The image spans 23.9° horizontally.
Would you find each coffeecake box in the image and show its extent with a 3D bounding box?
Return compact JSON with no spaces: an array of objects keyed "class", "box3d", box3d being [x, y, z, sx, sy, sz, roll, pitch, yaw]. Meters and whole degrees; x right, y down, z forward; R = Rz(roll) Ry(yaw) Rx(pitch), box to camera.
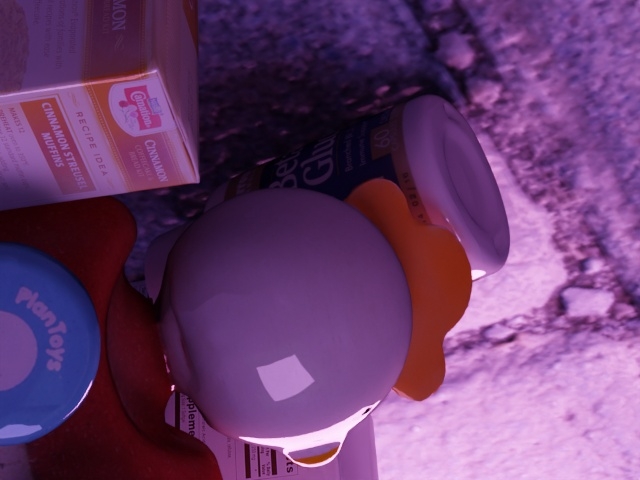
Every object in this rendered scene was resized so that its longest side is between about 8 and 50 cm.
[{"class":"coffeecake box","box3d":[-0.144,-0.083,0.594,0.185,0.142,0.068,-8,143,6]}]

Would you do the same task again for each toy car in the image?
[{"class":"toy car","box3d":[-0.039,0.063,0.652,0.238,0.210,0.219,-14,-176,-8]}]

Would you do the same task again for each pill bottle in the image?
[{"class":"pill bottle","box3d":[0.000,0.000,0.754,0.169,0.094,0.094,-23,139,22]}]

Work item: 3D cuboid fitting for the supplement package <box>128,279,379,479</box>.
[{"class":"supplement package","box3d":[-0.076,0.132,0.875,0.203,0.149,0.194,-8,142,6]}]
